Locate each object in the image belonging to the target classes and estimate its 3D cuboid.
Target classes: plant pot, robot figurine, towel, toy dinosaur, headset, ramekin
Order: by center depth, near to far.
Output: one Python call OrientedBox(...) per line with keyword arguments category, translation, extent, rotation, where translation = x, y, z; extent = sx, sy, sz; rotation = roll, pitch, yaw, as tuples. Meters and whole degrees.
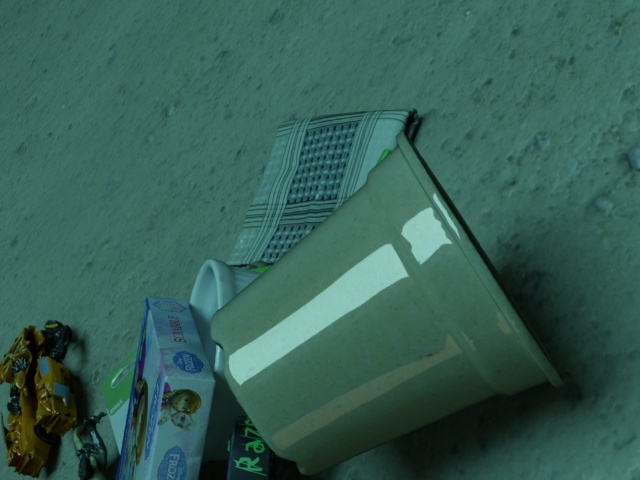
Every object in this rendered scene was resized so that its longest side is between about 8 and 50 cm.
OrientedBox(category="plant pot", translation=(0.056, 0.097, 1.252), extent=(0.305, 0.334, 0.334), rotation=(-32, 43, 8))
OrientedBox(category="headset", translation=(-0.112, 0.397, 1.307), extent=(0.243, 0.185, 0.394), rotation=(-89, 0, -70))
OrientedBox(category="ramekin", translation=(-0.105, 0.169, 1.502), extent=(0.277, 0.135, 0.277), rotation=(-173, 90, -74))
OrientedBox(category="towel", translation=(-0.015, -0.057, 1.708), extent=(0.312, 0.056, 0.324), rotation=(2, 67, 47))
OrientedBox(category="toy dinosaur", translation=(-0.366, 0.350, 1.763), extent=(0.268, 0.064, 0.118), rotation=(-123, 32, -49))
OrientedBox(category="robot figurine", translation=(-0.511, 0.268, 1.969), extent=(0.211, 0.085, 0.291), rotation=(-53, 36, 18))

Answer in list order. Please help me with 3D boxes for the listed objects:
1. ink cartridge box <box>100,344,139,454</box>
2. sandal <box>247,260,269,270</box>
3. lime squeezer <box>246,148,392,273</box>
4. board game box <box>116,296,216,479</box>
OrientedBox(category="ink cartridge box", translation=(-0.274, 0.274, 1.746), extent=(0.109, 0.062, 0.209), rotation=(-47, 39, 13))
OrientedBox(category="sandal", translation=(-0.120, 0.116, 1.675), extent=(0.072, 0.049, 0.180), rotation=(25, 104, 46))
OrientedBox(category="lime squeezer", translation=(0.000, 0.000, 1.575), extent=(0.310, 0.059, 0.110), rotation=(-40, 20, 20))
OrientedBox(category="board game box", translation=(-0.216, 0.273, 1.474), extent=(0.318, 0.066, 0.318), rotation=(-133, 52, -71))
